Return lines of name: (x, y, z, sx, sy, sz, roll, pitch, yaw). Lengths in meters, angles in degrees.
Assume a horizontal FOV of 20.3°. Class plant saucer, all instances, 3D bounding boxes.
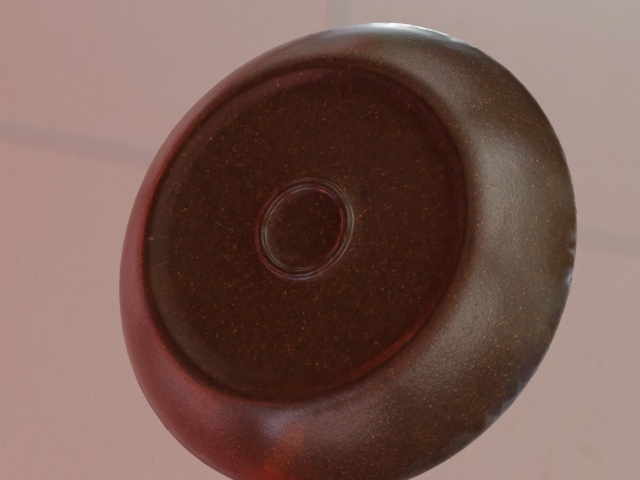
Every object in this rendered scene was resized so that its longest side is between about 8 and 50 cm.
plant saucer: (0.000, 0.000, 0.699, 0.199, 0.036, 0.198, -8, -110, 23)
